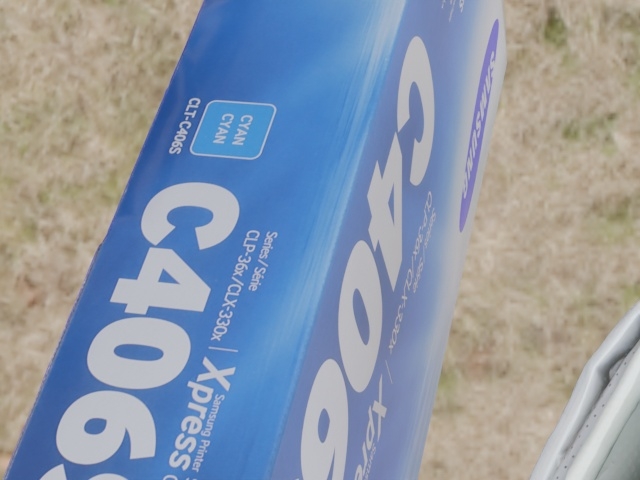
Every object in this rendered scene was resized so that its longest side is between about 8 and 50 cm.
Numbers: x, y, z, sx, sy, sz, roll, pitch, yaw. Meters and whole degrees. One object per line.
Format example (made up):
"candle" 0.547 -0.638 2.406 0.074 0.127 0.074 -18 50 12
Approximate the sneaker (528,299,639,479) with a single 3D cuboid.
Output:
"sneaker" 0.177 0.046 0.368 0.108 0.292 0.169 37 166 42

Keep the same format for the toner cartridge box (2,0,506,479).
"toner cartridge box" 0.000 0.000 0.457 0.075 0.347 0.165 5 145 16
